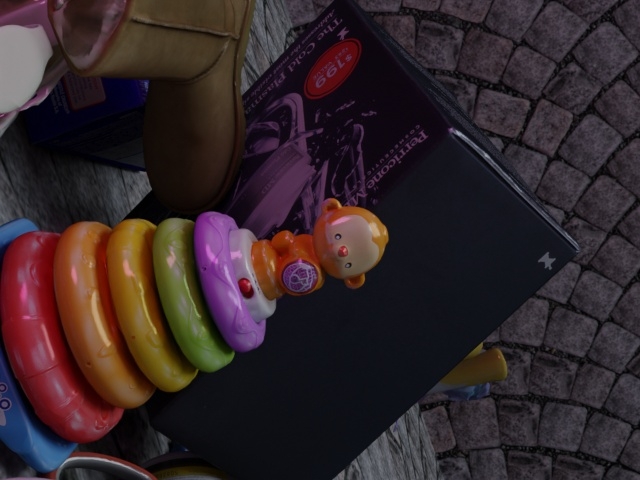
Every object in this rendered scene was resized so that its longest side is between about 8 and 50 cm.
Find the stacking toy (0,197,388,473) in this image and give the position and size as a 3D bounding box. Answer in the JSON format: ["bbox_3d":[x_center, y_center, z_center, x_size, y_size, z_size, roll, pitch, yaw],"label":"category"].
[{"bbox_3d":[-0.095,0.040,0.895,0.166,0.302,0.175,-68,141,-76],"label":"stacking toy"}]

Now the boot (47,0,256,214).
[{"bbox_3d":[-0.133,-0.133,0.956,0.269,0.089,0.236,-15,111,-77],"label":"boot"}]

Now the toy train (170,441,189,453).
[{"bbox_3d":[-0.128,0.249,1.181,0.036,0.027,0.158,47,25,-44],"label":"toy train"}]

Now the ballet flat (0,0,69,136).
[{"bbox_3d":[-0.242,-0.127,0.877,0.400,0.139,0.139,-87,158,-65],"label":"ballet flat"}]

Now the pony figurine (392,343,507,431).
[{"bbox_3d":[0.027,0.164,1.456,0.351,0.364,0.302,89,-18,-64],"label":"pony figurine"}]

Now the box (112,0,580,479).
[{"bbox_3d":[0.000,0.000,1.109,0.179,0.343,0.312,38,13,-32],"label":"box"}]

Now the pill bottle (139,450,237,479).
[{"bbox_3d":[-0.107,0.274,1.014,0.103,0.103,0.184,63,14,-47],"label":"pill bottle"}]

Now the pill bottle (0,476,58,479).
[{"bbox_3d":[-0.148,0.220,0.701,0.283,0.160,0.160,50,25,-67],"label":"pill bottle"}]

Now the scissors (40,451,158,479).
[{"bbox_3d":[-0.081,0.237,0.968,0.297,0.021,0.109,18,44,-29],"label":"scissors"}]

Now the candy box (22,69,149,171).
[{"bbox_3d":[-0.211,-0.221,1.245,0.317,0.122,0.268,6,68,-80],"label":"candy box"}]
